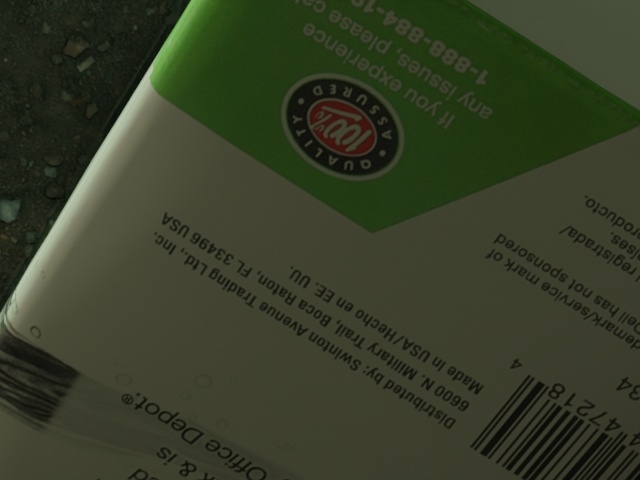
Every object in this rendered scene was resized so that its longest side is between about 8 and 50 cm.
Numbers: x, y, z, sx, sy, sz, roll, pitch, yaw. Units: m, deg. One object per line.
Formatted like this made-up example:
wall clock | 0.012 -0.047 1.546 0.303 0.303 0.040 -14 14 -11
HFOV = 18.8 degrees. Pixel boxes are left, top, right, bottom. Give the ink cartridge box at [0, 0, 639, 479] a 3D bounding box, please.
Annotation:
ink cartridge box | 0.012 0.039 0.563 0.273 0.198 0.115 -54 7 30
